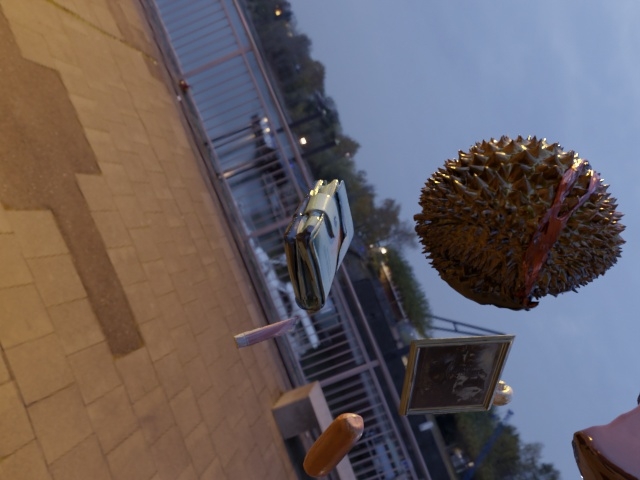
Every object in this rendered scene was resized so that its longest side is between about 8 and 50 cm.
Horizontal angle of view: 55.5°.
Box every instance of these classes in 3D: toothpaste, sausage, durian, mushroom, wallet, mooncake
[{"bbox_3d":[-0.163,0.278,1.829,0.043,0.195,0.067,56,-29,39],"label":"toothpaste"},{"bbox_3d":[0.039,0.646,1.918,0.105,0.274,0.105,26,27,-14],"label":"sausage"},{"bbox_3d":[0.369,-0.030,1.153,0.347,0.385,0.347,4,90,-84],"label":"durian"},{"bbox_3d":[0.500,0.427,1.716,0.083,0.084,0.067,-87,-174,-80],"label":"mushroom"},{"bbox_3d":[0.000,0.000,1.197,0.250,0.075,0.176,-65,150,-54],"label":"wallet"},{"bbox_3d":[0.704,0.464,1.268,0.326,0.334,0.174,-46,129,-43],"label":"mooncake"}]

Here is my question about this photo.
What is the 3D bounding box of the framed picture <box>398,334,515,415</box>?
[{"bbox_3d":[0.307,0.320,1.399,0.019,0.232,0.296,-96,-176,-47],"label":"framed picture"}]
